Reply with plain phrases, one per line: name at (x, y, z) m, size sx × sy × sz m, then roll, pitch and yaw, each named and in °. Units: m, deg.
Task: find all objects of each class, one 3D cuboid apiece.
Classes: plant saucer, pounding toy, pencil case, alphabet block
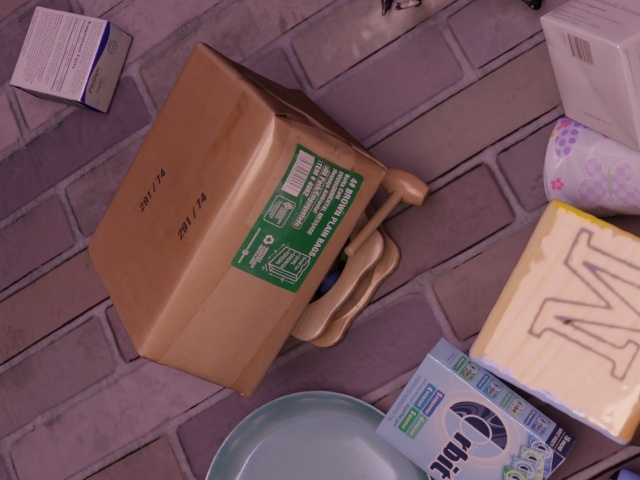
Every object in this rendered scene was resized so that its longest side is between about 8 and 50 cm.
plant saucer at (-0.002, 0.346, 1.402) m, size 0.317 × 0.044 × 0.317 m, roll -5°, pitch 77°, yaw 21°
pounding toy at (0.000, 0.000, 1.412) m, size 0.154 × 0.155 × 0.269 m, roll 38°, pitch 93°, yaw 24°
pencil case at (0.386, -0.076, 1.262) m, size 0.273 × 0.124 × 0.113 m, roll 7°, pitch 40°, yaw 36°
alphabet block at (0.306, 0.094, 1.246) m, size 0.193 × 0.192 × 0.197 m, roll 28°, pitch 92°, yaw 23°

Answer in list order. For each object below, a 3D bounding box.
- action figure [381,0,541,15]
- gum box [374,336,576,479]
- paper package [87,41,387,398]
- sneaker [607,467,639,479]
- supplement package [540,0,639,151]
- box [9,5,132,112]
action figure at (0.147, -0.364, 1.437) m, size 0.275 × 0.141 × 0.164 m, roll 9°, pitch 94°, yaw 23°
gum box at (0.170, 0.220, 1.288) m, size 0.184 × 0.041 × 0.157 m, roll 37°, pitch 132°, yaw 10°
paper package at (-0.114, -0.031, 1.371) m, size 0.325 × 0.168 × 0.309 m, roll -59°, pitch 33°, yaw 12°
sneaker at (0.272, 0.344, 1.266) m, size 0.090 × 0.081 × 0.232 m, roll 30°, pitch 91°, yaw 20°
supplement package at (0.387, -0.227, 1.237) m, size 0.244 × 0.134 × 0.139 m, roll -31°, pitch 34°, yaw -13°
box at (-0.364, -0.263, 1.666) m, size 0.137 × 0.072 × 0.126 m, roll 16°, pitch 85°, yaw 26°
